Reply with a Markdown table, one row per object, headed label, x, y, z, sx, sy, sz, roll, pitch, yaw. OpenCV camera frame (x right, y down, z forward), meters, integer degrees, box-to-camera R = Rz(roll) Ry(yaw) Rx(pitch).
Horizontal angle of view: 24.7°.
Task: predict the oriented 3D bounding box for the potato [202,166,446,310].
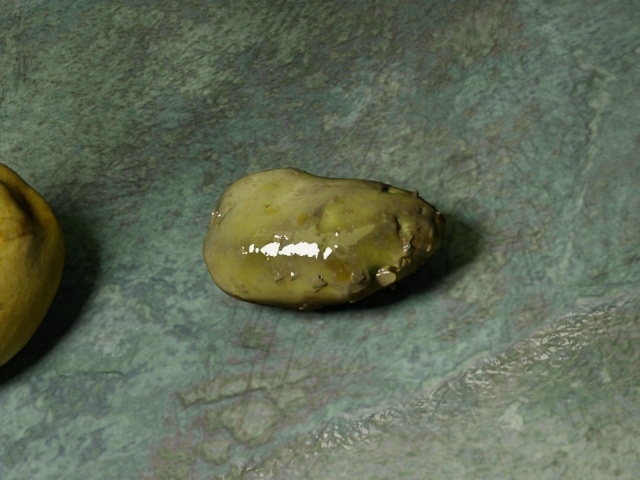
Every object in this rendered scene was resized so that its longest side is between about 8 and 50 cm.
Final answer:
| label | x | y | z | sx | sy | sz | roll | pitch | yaw |
| --- | --- | --- | --- | --- | --- | --- | --- | --- | --- |
| potato | 0.000 | 0.000 | 1.672 | 0.296 | 0.141 | 0.191 | -2 | 33 | 26 |

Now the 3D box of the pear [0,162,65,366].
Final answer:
| label | x | y | z | sx | sy | sz | roll | pitch | yaw |
| --- | --- | --- | --- | --- | --- | --- | --- | --- | --- |
| pear | -0.473 | 0.031 | 1.763 | 0.314 | 0.314 | 0.314 | -14 | 45 | 14 |
